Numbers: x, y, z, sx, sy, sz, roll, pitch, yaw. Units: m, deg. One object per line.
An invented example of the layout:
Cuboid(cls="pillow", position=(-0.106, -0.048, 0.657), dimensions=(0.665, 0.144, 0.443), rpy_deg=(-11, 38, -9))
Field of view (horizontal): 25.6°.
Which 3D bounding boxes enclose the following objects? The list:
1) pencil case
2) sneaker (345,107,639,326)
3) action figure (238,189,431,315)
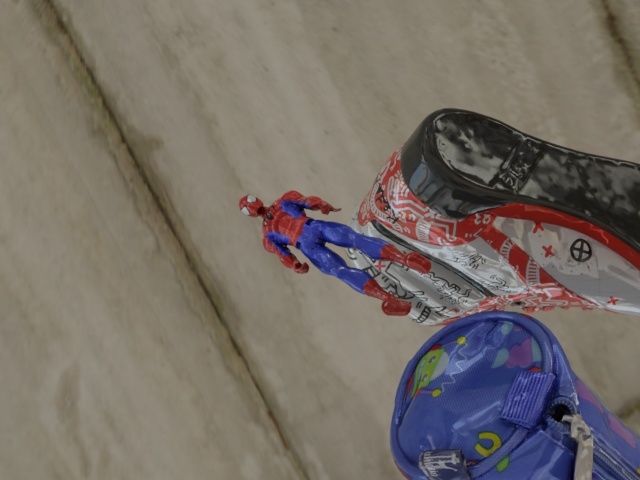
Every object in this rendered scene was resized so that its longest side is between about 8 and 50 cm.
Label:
Cuboid(cls="pencil case", position=(0.172, 0.167, 0.848), dimensions=(0.306, 0.133, 0.119), rpy_deg=(43, -112, -27))
Cuboid(cls="sneaker", position=(0.150, 0.012, 0.934), dimensions=(0.270, 0.090, 0.145), rpy_deg=(20, -38, -18))
Cuboid(cls="action figure", position=(0.000, 0.000, 0.672), dimensions=(0.030, 0.115, 0.038), rpy_deg=(17, -83, -46))
